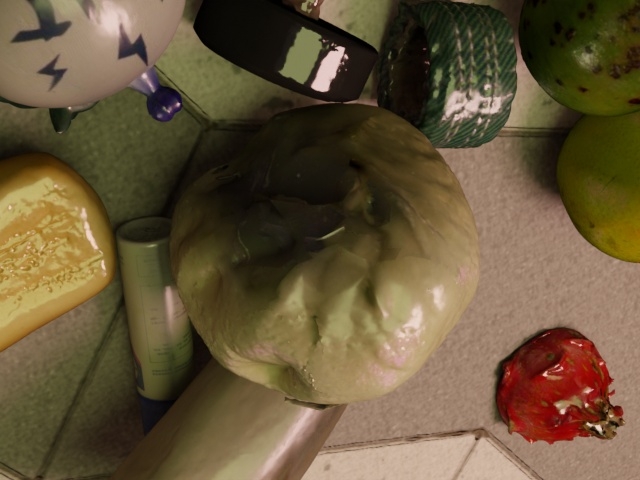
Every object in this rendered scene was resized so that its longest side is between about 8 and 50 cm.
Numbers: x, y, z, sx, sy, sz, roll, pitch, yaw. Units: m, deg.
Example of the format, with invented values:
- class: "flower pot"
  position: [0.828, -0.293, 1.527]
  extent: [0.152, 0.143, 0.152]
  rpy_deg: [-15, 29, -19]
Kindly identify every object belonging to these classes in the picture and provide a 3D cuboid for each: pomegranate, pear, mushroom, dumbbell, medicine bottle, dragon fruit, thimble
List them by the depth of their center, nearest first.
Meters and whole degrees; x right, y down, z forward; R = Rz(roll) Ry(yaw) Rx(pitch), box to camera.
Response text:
- class: "dumbbell"
  position: [0.004, -0.236, 0.862]
  extent: [0.152, 0.152, 0.218]
  rpy_deg: [17, 106, -32]
- class: "pomegranate"
  position: [0.258, -0.227, 0.975]
  extent: [0.263, 0.211, 0.211]
  rpy_deg: [29, 99, -14]
- class: "thimble"
  position: [0.115, -0.151, 0.980]
  extent: [0.090, 0.118, 0.135]
  rpy_deg: [-3, 116, -27]
- class: "mushroom"
  position: [-0.049, 0.155, 1.001]
  extent: [0.407, 0.137, 0.154]
  rpy_deg: [-50, 126, -10]
- class: "medicine bottle"
  position: [-0.150, 0.092, 1.003]
  extent: [0.059, 0.059, 0.230]
  rpy_deg: [-13, 119, -21]
- class: "pear"
  position: [0.343, -0.062, 1.082]
  extent: [0.187, 0.219, 0.187]
  rpy_deg: [-9, 116, -19]
- class: "dragon fruit"
  position: [0.291, 0.187, 1.247]
  extent: [0.153, 0.111, 0.153]
  rpy_deg: [-10, 115, -24]

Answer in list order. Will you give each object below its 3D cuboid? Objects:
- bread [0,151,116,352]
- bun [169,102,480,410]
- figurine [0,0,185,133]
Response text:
- class: "bread"
  position: [-0.280, 0.016, 0.874]
  extent: [0.217, 0.098, 0.147]
  rpy_deg: [-28, 123, -15]
- class: "bun"
  position: [0.005, 0.000, 0.889]
  extent: [0.273, 0.273, 0.168]
  rpy_deg: [-32, 149, -10]
- class: "figurine"
  position: [-0.227, -0.238, 0.727]
  extent: [0.261, 0.186, 0.382]
  rpy_deg: [-31, 130, 2]
